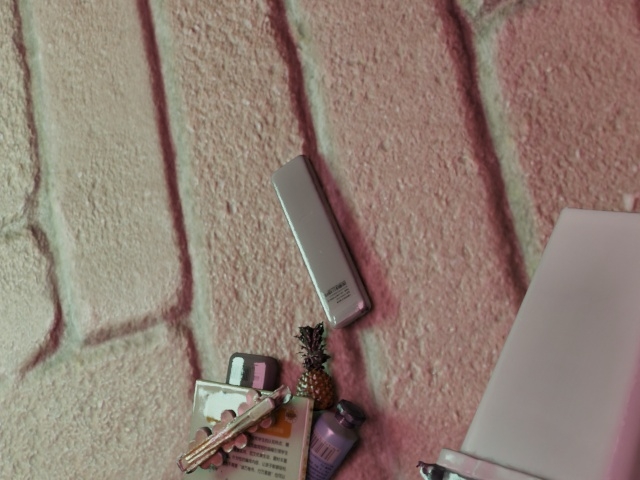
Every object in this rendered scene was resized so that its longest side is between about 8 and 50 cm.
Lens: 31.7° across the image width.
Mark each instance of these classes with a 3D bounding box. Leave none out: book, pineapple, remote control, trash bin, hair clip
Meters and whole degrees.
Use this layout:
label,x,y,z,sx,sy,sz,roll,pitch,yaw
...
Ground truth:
label,x,y,z,sx,sy,sz,roll,pitch,yaw
book,-0.108,0.346,1.520,0.208,0.020,0.295,4,85,39
pineapple,-0.009,0.168,1.524,0.058,0.058,0.124,-9,75,30
remote control,0.000,0.000,1.572,0.067,0.029,0.261,-34,63,22
trash bin,0.303,0.161,1.225,0.296,0.256,0.367,6,75,54
hair clip,-0.112,0.248,1.500,0.214,0.056,0.062,-40,76,35

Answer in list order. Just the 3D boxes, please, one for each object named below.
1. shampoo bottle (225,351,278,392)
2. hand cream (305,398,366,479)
label,x,y,z,sx,sy,sz,roll,pitch,yaw
shampoo bottle,-0.104,0.241,1.576,0.080,0.040,0.165,4,83,31
hand cream,-0.036,0.325,1.513,0.091,0.058,0.271,42,106,21
